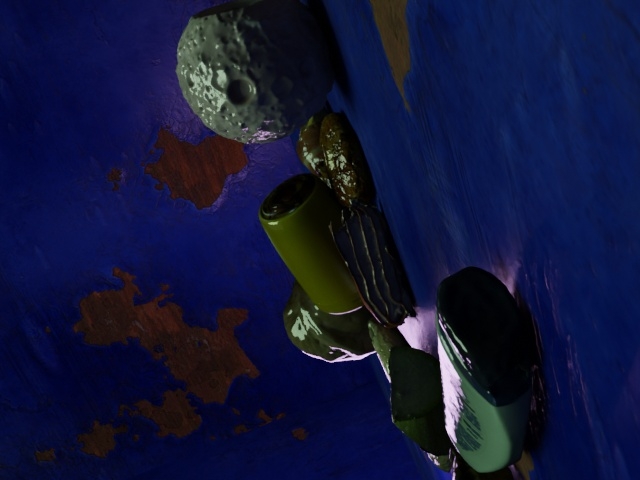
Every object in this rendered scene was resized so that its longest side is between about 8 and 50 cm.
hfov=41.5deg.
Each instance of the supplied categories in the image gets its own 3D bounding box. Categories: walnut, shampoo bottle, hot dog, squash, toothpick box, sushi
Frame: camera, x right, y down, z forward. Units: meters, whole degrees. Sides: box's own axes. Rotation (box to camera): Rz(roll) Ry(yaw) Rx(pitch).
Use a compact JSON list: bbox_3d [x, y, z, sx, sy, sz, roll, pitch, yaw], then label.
[{"bbox_3d":[0.040,0.155,1.879,0.248,0.248,0.248,159,90,-88],"label":"walnut"},{"bbox_3d":[0.181,0.163,0.921,0.359,0.078,0.134,73,171,-58],"label":"shampoo bottle"},{"bbox_3d":[0.002,-0.177,1.709,0.123,0.093,0.261,66,-179,-70],"label":"hot dog"},{"bbox_3d":[0.207,0.274,1.467,0.184,0.085,0.192,39,-149,-25],"label":"squash"},{"bbox_3d":[0.000,0.000,1.653,0.271,0.175,0.175,53,-174,-30],"label":"toothpick box"},{"bbox_3d":[0.234,0.354,1.175,0.226,0.097,0.103,-88,-13,-57],"label":"sushi"}]

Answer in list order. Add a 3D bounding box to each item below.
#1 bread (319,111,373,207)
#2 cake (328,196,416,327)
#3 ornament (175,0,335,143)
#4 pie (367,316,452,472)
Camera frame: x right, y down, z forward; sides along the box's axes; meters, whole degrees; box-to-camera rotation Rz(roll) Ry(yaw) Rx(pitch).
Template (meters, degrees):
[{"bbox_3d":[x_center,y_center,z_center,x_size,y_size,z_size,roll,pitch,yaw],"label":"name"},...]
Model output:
[{"bbox_3d":[0.042,-0.143,1.545,0.193,0.064,0.193,162,90,-86],"label":"bread"},{"bbox_3d":[0.101,0.050,1.535,0.135,0.098,0.287,-113,-2,-57],"label":"cake"},{"bbox_3d":[-0.105,-0.275,1.374,0.259,0.259,0.225,-117,11,-68],"label":"ornament"},{"bbox_3d":[0.186,0.291,1.676,0.337,0.075,0.337,64,-177,-5],"label":"pie"}]
